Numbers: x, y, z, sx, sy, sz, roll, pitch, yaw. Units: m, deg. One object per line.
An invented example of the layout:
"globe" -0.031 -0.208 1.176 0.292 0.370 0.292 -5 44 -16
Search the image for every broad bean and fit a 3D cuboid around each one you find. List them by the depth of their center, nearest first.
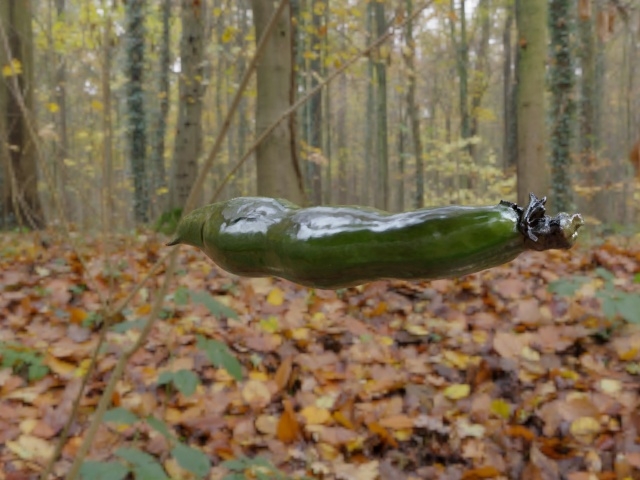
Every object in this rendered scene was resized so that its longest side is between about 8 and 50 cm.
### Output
"broad bean" -0.001 0.001 0.459 0.297 0.043 0.060 3 44 44
